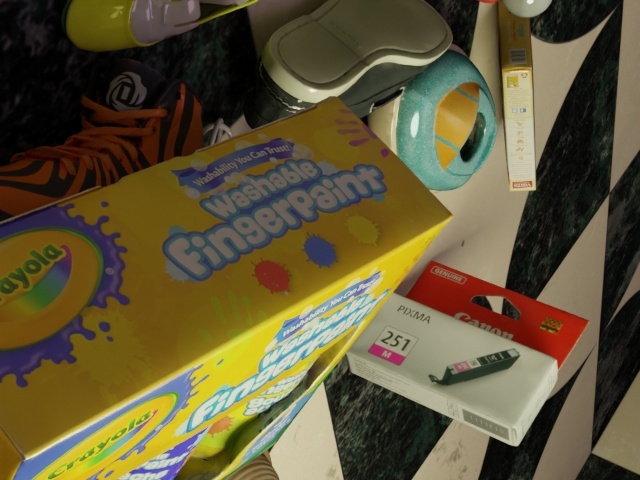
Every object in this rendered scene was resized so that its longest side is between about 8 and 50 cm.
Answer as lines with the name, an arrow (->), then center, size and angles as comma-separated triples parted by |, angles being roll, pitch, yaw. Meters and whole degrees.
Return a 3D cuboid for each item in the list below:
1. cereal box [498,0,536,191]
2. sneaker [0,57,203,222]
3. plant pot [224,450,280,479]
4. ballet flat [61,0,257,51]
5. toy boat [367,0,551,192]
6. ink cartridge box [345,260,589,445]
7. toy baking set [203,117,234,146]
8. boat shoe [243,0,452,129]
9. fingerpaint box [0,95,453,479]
cereal box -> 0.290, -0.214, 1.673 | 0.240, 0.047, 0.173 | 77, 13, -46
sneaker -> -0.203, -0.072, 0.940 | 0.321, 0.124, 0.180 | 10, 97, -72
plant pot -> -0.111, 0.365, 1.392 | 0.237, 0.109, 0.237 | -40, 142, -41
ballet flat -> -0.121, -0.218, 1.000 | 0.231, 0.077, 0.077 | -34, 138, -46
toy boat -> 0.183, -0.212, 1.456 | 0.267, 0.148, 0.318 | 15, 96, -61
ink cartridge box -> 0.212, 0.138, 1.617 | 0.239, 0.275, 0.060 | -52, 148, -28
toy baking set -> -0.124, -0.019, 1.190 | 0.197, 0.030, 0.256 | -67, 156, -12
boat shoe -> 0.030, -0.191, 1.254 | 0.113, 0.127, 0.340 | -52, 174, 38
fingerpaint box -> -0.149, 0.113, 0.913 | 0.444, 0.163, 0.371 | -27, 158, -46
